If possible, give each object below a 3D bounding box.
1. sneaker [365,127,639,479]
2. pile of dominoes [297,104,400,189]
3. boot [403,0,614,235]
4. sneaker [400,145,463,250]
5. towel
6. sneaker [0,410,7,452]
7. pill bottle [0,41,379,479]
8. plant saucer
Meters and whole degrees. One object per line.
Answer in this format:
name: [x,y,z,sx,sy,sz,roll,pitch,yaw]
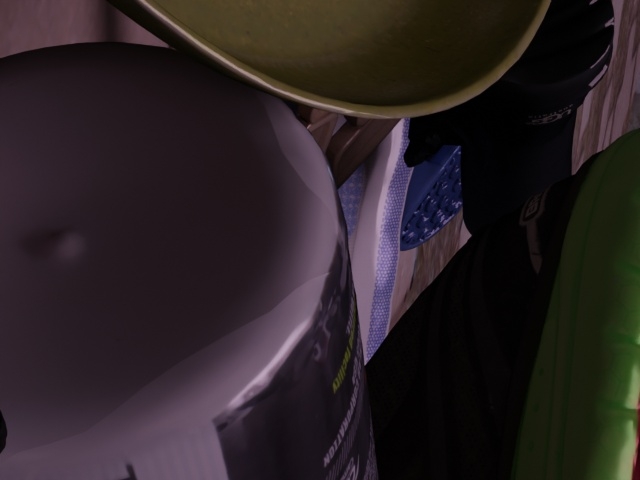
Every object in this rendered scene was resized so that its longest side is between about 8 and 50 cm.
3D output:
sneaker: [0.050,0.178,0.683,0.202,0.185,0.483,-15,-140,58]
pile of dominoes: [0.003,-0.106,0.642,0.196,0.040,0.251,-35,153,-52]
boot: [0.069,-0.136,0.857,0.207,0.094,0.246,91,-16,-71]
sneaker: [0.080,-0.104,1.037,0.232,0.090,0.081,-55,160,-15]
towel: [0.000,0.000,0.845,0.285,0.034,0.209,0,98,-76]
sneaker: [-0.088,0.065,0.308,0.097,0.135,0.276,14,84,-75]
pill bottle: [-0.047,0.075,0.486,0.246,0.130,0.130,81,22,-49]
plant saucer: [-0.023,-0.140,0.437,0.241,0.037,0.241,21,61,-42]
